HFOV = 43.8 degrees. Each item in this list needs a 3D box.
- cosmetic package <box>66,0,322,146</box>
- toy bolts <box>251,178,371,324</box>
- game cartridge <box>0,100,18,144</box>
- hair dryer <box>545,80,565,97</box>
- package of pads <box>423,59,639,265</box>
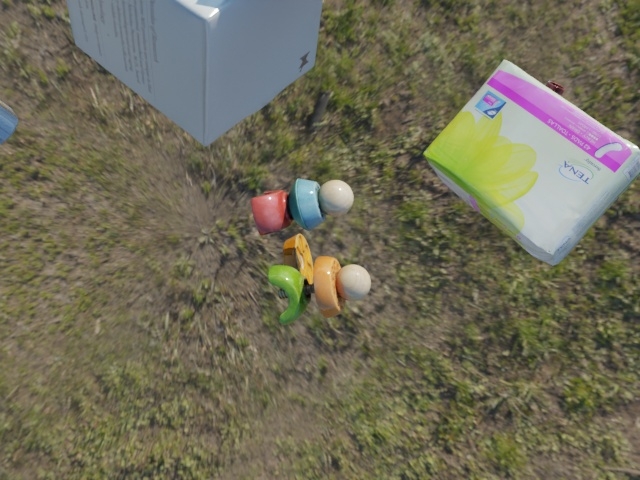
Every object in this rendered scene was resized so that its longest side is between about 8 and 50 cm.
[{"bbox_3d":[-0.242,-0.469,1.524,0.393,0.327,0.329,37,60,17],"label":"cosmetic package"},{"bbox_3d":[0.000,0.000,1.339,0.158,0.218,0.229,-11,105,14],"label":"toy bolts"},{"bbox_3d":[-0.580,-0.240,1.257,0.198,0.297,0.062,43,84,-26],"label":"game cartridge"},{"bbox_3d":[0.486,-0.187,1.641,0.223,0.080,0.294,-17,115,5],"label":"hair dryer"},{"bbox_3d":[0.344,-0.128,1.322,0.229,0.101,0.296,-49,61,4],"label":"package of pads"}]
